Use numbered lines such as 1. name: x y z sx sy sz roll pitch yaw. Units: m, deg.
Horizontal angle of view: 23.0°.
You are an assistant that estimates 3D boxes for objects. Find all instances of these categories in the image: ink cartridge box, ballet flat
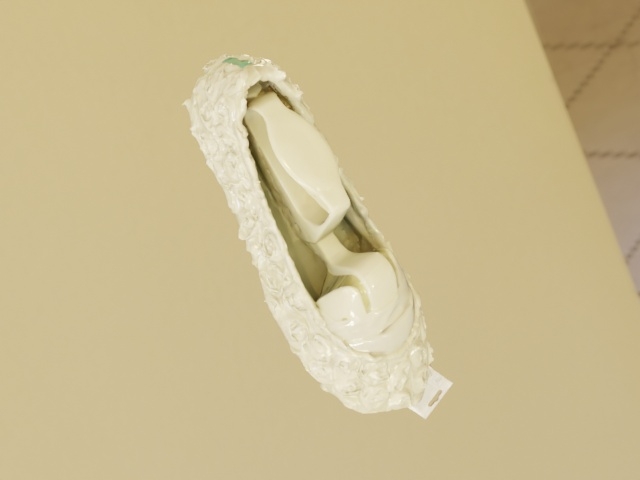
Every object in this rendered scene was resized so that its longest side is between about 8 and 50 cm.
1. ink cartridge box: 0.105 0.170 1.990 0.063 0.115 0.029 -53 21 4
2. ballet flat: 0.000 0.000 1.544 0.147 0.409 0.147 -30 9 5
